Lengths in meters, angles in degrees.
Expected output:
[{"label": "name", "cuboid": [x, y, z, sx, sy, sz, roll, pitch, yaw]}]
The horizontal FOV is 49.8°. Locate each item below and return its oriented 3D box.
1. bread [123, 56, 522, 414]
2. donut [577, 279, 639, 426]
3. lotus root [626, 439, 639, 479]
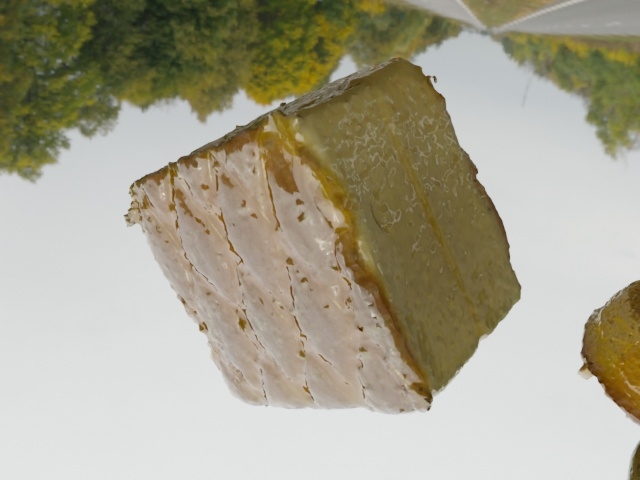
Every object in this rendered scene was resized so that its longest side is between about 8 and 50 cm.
[{"label": "bread", "cuboid": [0.000, 0.000, 0.664, 0.207, 0.279, 0.279, -34, -169, -40]}, {"label": "donut", "cuboid": [0.413, 0.148, 0.781, 0.253, 0.118, 0.253, 22, -152, -13]}, {"label": "lotus root", "cuboid": [0.600, 0.395, 1.162, 0.145, 0.129, 0.260, -6, -145, 41]}]
